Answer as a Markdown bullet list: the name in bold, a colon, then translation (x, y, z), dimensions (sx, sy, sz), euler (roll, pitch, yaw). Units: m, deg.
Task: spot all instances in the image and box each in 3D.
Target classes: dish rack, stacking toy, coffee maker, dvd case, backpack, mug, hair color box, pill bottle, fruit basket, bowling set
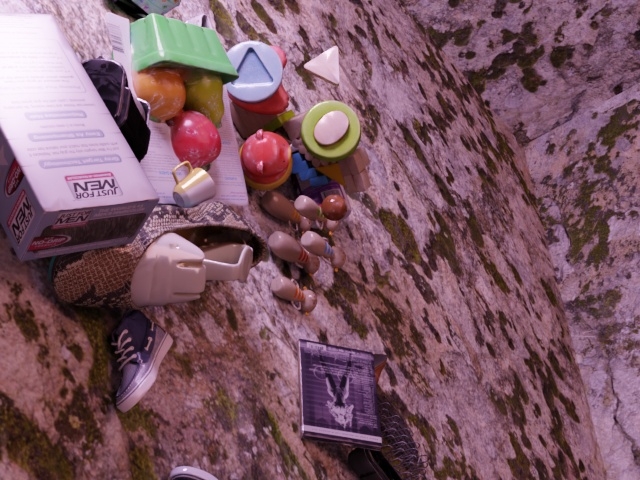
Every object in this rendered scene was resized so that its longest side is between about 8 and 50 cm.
- **dish rack**: translation (0.151, 0.435, 1.980), dimensions (0.208, 0.074, 0.271), euler (55, 26, -14)
- **stacking toy**: translation (-0.063, -0.282, 2.000), dimensions (0.130, 0.279, 0.309), euler (97, -20, -83)
- **coffee maker**: translation (-0.342, -0.191, 1.581), dimensions (0.178, 0.120, 0.171), euler (79, -8, -78)
- **dvd case**: translation (0.035, 0.300, 1.880), dimensions (0.164, 0.018, 0.221), euler (13, 46, -18)
- **backpack**: translation (-0.362, -0.531, 1.961), dimensions (0.182, 0.115, 0.152), euler (35, 34, -47)
- **mug**: translation (-0.237, -0.095, 1.733), dimensions (0.064, 0.062, 0.078), euler (-37, 77, -30)
- **hair color box**: translation (-0.407, -0.160, 1.378), dimensions (0.185, 0.113, 0.374), euler (-11, 59, -45)
- **pill bottle**: translation (-0.008, -0.135, 2.214), dimensions (0.108, 0.108, 0.194), euler (10, 56, -58)
- **fruit basket**: translation (-0.275, -0.236, 1.828), dimensions (0.327, 0.165, 0.353), euler (-3, 85, -58)
- **bowling set**: translation (0.000, 0.000, 2.009), dimensions (0.154, 0.199, 0.287), euler (34, 41, -46)

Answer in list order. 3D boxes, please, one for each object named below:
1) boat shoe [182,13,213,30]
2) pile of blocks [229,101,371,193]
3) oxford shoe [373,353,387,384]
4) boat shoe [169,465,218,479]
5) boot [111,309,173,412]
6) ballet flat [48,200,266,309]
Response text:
- **boat shoe**: translation (-0.248, -0.389, 2.067), dimensions (0.083, 0.075, 0.226), euler (6, 59, -59)
- **pile of blocks**: translation (-0.039, -0.219, 2.146), dimensions (0.362, 0.149, 0.112), euler (38, 28, 4)
- **oxford shoe**: translation (0.088, 0.298, 2.025), dimensions (0.212, 0.076, 0.076), euler (-36, 120, -59)
- **boat shoe**: translation (-0.163, 0.419, 1.434), dimensions (0.183, 0.065, 0.083), euler (50, 27, -24)
- **boot**: translation (-0.290, 0.178, 1.457), dimensions (0.086, 0.069, 0.190), euler (46, 21, -14)
- **ballet flat**: translation (-0.223, 0.026, 1.567), dimensions (0.182, 0.164, 0.483), euler (23, 16, 19)
